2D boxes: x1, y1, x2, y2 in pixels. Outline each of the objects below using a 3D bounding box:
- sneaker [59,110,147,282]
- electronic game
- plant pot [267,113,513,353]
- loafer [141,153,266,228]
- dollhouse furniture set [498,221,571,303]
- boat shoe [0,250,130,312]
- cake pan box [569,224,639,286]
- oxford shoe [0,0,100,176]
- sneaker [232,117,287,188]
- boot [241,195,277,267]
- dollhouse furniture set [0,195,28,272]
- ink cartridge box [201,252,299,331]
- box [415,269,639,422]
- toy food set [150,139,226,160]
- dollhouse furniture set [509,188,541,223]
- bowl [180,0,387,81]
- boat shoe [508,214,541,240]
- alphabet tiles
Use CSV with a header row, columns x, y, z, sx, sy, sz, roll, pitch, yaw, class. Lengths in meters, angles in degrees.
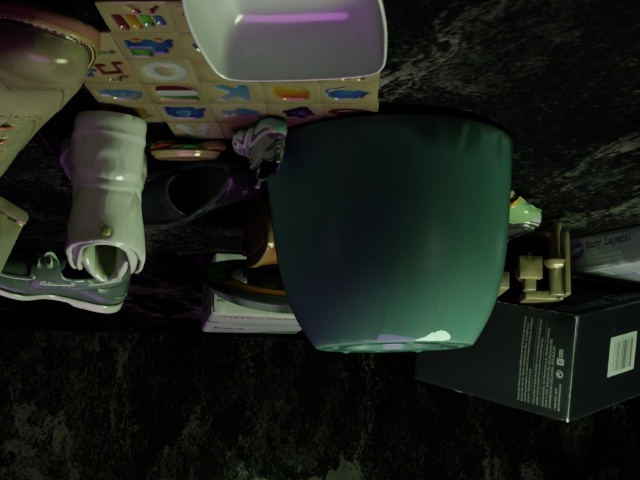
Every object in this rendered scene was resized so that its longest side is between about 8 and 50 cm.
x,y,z,sx,sy,sz,roll,pitch,yaw,class
-0.253,-0.034,1.084,0.108,0.169,0.292,4,173,-11,sneaker
-0.066,0.063,1.432,0.229,0.048,0.229,7,-169,-1,electronic game
0.080,0.010,1.092,0.293,0.235,0.293,-1,170,0,plant pot
-0.169,-0.062,1.170,0.223,0.076,0.078,-14,175,35,loafer
0.302,0.025,1.448,0.151,0.123,0.144,2,168,0,dollhouse furniture set
-0.511,0.053,1.784,0.319,0.116,0.099,16,119,-31,boat shoe
0.582,0.026,1.572,0.246,0.070,0.267,11,164,-32,cake pan box
-0.284,-0.106,0.816,0.123,0.130,0.348,15,164,-29,oxford shoe
-0.069,-0.087,1.017,0.038,0.069,0.098,7,166,-26,sneaker
0.000,0.000,1.372,0.220,0.109,0.283,4,170,-6,boot
-0.646,-0.015,1.274,0.362,0.256,0.394,-12,142,44,dollhouse furniture set
-0.124,0.113,1.890,0.211,0.121,0.289,3,168,-11,ink cartridge box
0.396,0.171,1.675,0.312,0.179,0.343,11,-169,44,box
-0.156,-0.104,1.087,0.083,0.020,0.083,-1,-178,-32,toy food set
0.231,-0.021,1.345,0.152,0.058,0.076,-12,147,44,dollhouse furniture set
-0.023,-0.171,0.684,0.142,0.053,0.142,-2,162,6,bowl
0.241,0.001,1.448,0.080,0.076,0.228,12,164,-43,boat shoe
-0.086,-0.154,0.899,0.285,0.011,0.342,0,168,3,alphabet tiles
